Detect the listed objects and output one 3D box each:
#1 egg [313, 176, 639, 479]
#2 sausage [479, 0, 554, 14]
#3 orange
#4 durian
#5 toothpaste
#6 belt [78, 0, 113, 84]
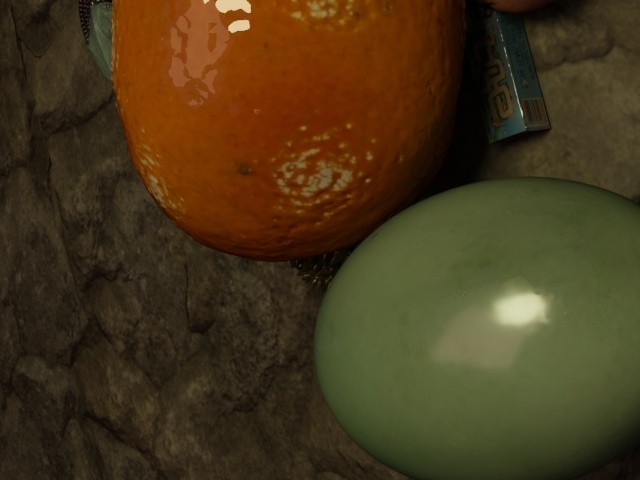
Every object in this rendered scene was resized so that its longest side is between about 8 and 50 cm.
[{"bbox_3d":[0.157,0.085,0.948,0.389,0.276,0.276,-25,80,48],"label":"egg"},{"bbox_3d":[0.281,-0.317,0.864,0.433,0.088,0.087,-39,69,42],"label":"sausage"},{"bbox_3d":[-0.025,-0.191,1.025,0.424,0.326,0.423,2,-90,-89],"label":"orange"},{"bbox_3d":[-0.003,0.000,1.232,0.119,0.108,0.186,55,133,25],"label":"durian"},{"bbox_3d":[0.166,-0.193,1.053,0.070,0.044,0.193,-18,84,47],"label":"toothpaste"},{"bbox_3d":[-0.205,-0.308,1.383,0.325,0.122,0.260,24,111,44],"label":"belt"}]
